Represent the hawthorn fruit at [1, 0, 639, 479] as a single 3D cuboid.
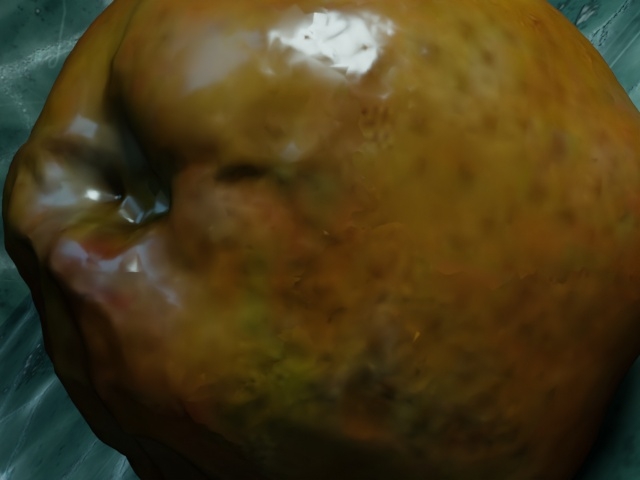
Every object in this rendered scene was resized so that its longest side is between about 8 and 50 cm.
[{"bbox_3d":[0.000,0.000,0.752,0.472,0.472,0.472,-37,24,20],"label":"hawthorn fruit"}]
